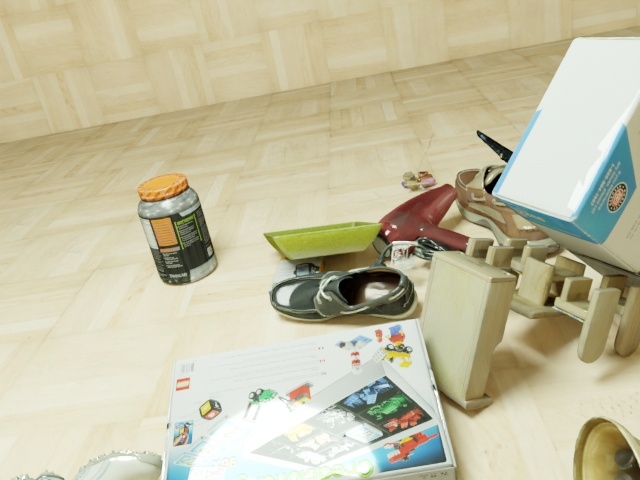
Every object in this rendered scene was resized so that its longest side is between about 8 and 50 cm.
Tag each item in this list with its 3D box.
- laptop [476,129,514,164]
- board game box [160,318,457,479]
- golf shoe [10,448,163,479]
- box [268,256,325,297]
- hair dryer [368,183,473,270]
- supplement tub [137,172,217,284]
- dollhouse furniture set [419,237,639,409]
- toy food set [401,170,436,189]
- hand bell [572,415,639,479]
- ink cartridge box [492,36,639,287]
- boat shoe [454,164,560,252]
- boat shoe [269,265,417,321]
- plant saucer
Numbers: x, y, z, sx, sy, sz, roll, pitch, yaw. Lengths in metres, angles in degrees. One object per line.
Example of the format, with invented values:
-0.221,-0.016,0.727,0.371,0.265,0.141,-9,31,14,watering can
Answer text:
0.430,-0.146,1.053,0.234,0.137,0.264,28,21,-16,laptop
-0.020,0.199,0.694,0.305,0.053,0.193,-10,43,3,board game box
-0.255,0.290,0.679,0.176,0.069,0.086,-16,45,-3,golf shoe
-0.040,0.068,1.070,0.081,0.028,0.136,-5,28,12,box
0.198,0.002,1.065,0.223,0.080,0.294,-2,41,14,hair dryer
-0.273,-0.023,1.168,0.116,0.191,0.117,-9,25,4,supplement tub
0.252,0.103,0.795,0.242,0.161,0.212,0,17,-32,dollhouse furniture set
0.223,-0.135,1.393,0.077,0.019,0.122,-4,18,14,toy food set
0.363,0.215,0.533,0.241,0.126,0.126,0,25,-4,hand bell
0.397,-0.078,0.788,0.307,0.223,0.129,27,1,-35,ink cartridge box
0.333,-0.084,1.120,0.123,0.117,0.324,-15,25,-7,boat shoe
0.026,0.075,0.940,0.233,0.079,0.084,-3,65,20,boat shoe
0.000,0.000,1.105,0.188,0.045,0.188,-7,4,-10,plant saucer
